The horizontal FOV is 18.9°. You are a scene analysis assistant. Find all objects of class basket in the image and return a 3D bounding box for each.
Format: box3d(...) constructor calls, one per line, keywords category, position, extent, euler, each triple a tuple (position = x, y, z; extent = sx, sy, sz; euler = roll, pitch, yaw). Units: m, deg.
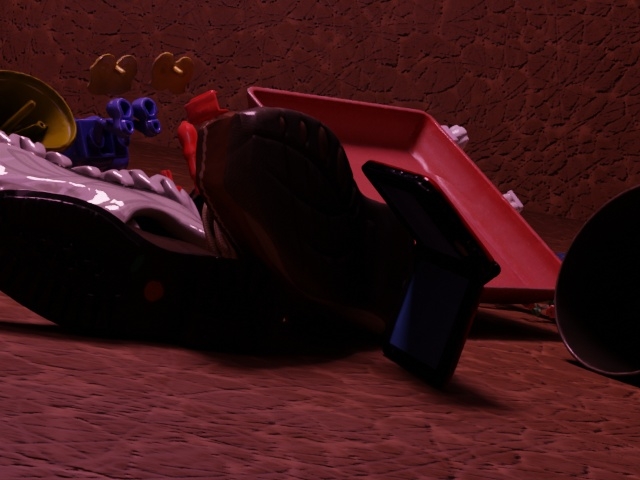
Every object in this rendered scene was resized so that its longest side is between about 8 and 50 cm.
box3d(category="basket", position=(0.343, 0.050, 1.562), extent=(0.227, 0.154, 0.204), euler=(12, -22, -31))

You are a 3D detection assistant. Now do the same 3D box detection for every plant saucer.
box3d(category="plant saucer", position=(0.076, -0.029, 1.710), extent=(0.259, 0.048, 0.258), euler=(4, 39, -49))

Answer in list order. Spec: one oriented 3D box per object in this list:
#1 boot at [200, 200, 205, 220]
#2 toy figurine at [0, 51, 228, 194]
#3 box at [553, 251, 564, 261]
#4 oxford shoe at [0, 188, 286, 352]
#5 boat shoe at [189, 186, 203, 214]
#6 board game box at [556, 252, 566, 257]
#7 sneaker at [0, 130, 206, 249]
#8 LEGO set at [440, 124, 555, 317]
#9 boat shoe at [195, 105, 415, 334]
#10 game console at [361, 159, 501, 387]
box3d(category="boot", position=(0.000, 0.000, 1.724), extent=(0.207, 0.094, 0.246), euler=(8, 3, -8))
box3d(category="toy figurine", position=(-0.264, -0.055, 1.889), extent=(0.217, 0.191, 0.362), euler=(-22, -7, 33))
box3d(category="box", position=(0.210, 0.010, 2.127), extent=(0.136, 0.036, 0.225), euler=(29, 7, 41))
box3d(category="oxford shoe", position=(-0.144, 0.023, 1.291), extent=(0.227, 0.083, 0.096), euler=(21, -3, -26))
box3d(category="boat shoe", position=(-0.086, -0.037, 2.143), extent=(0.083, 0.065, 0.183), euler=(4, -5, -23))
box3d(category="board game box", position=(0.372, 0.041, 2.413), extent=(0.168, 0.033, 0.133), euler=(8, 7, 37))
box3d(category="sneaker", position=(-0.205, -0.014, 1.468), extent=(0.292, 0.110, 0.118), euler=(7, 15, -31))
box3d(category="LEGO set", position=(0.166, 0.017, 1.872), extent=(0.107, 0.132, 0.287), euler=(-16, 46, -33))
box3d(category="boat shoe", position=(-0.028, 0.000, 1.407), extent=(0.120, 0.123, 0.324), euler=(-2, -21, 21))
box3d(category="game console", position=(0.059, 0.019, 1.339), extent=(0.124, 0.085, 0.144), euler=(52, -8, -16))
